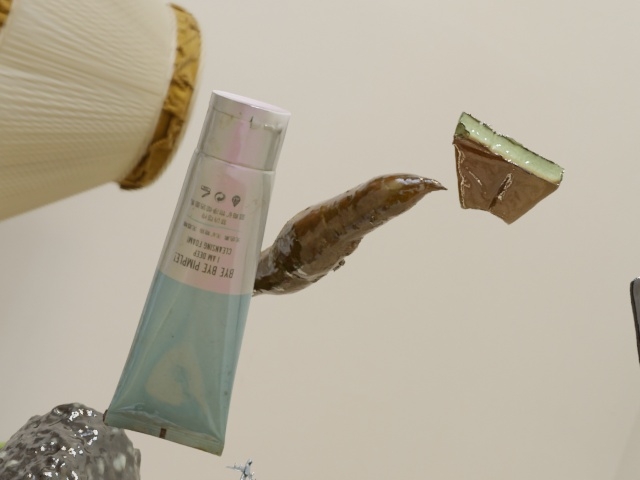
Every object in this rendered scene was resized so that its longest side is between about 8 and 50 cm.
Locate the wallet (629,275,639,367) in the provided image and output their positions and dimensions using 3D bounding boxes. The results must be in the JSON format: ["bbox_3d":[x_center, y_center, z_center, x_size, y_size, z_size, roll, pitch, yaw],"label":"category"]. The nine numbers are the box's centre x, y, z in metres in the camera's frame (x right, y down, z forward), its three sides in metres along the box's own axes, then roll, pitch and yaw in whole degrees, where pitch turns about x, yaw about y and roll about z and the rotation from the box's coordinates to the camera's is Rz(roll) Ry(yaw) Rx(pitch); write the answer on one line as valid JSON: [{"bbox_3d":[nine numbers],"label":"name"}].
[{"bbox_3d":[0.620,0.164,1.171,0.041,0.323,0.247,143,-58,-81],"label":"wallet"}]

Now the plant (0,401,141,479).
[{"bbox_3d":[-0.378,0.393,1.072,0.213,0.215,0.312,-20,-159,13],"label":"plant"}]

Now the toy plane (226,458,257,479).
[{"bbox_3d":[-0.142,0.436,1.471,0.024,0.078,0.084,-43,-169,37],"label":"toy plane"}]

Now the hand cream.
[{"bbox_3d":[-0.096,0.033,0.678,0.070,0.111,0.312,-85,-167,-76],"label":"hand cream"}]

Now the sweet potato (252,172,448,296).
[{"bbox_3d":[0.000,0.000,0.711,0.274,0.067,0.067,-31,-130,42],"label":"sweet potato"}]

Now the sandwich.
[{"bbox_3d":[0.338,-0.132,1.630,0.212,0.245,0.063,-49,-165,55],"label":"sandwich"}]
